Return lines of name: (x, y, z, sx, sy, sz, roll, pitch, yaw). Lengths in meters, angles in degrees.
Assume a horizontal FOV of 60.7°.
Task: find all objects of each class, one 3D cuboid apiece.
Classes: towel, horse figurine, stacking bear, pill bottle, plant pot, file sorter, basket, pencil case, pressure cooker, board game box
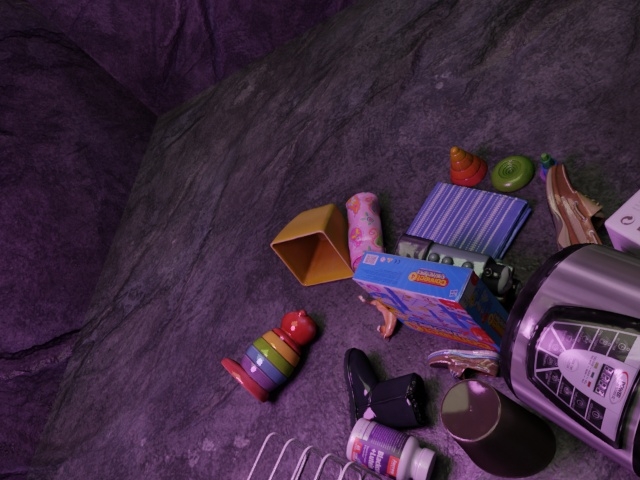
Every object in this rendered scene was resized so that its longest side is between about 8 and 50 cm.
towel: (0.421, -0.044, 1.612, 0.336, 0.040, 0.243, 24, 77, 50)
horse figurine: (0.225, 0.144, 1.600, 0.263, 0.066, 0.174, -48, 34, 3)
stacking bear: (-0.131, 0.339, 1.689, 0.289, 0.175, 0.164, -47, 37, -12)
pill bottle: (0.169, 0.504, 1.296, 0.194, 0.108, 0.108, 14, 66, 25)
plant pot: (0.000, 0.000, 1.818, 0.212, 0.212, 0.187, -14, 38, 33)
file sorter: (-0.019, 0.606, 1.339, 0.278, 0.193, 0.173, 2, 58, 42)
basket: (0.359, 0.393, 1.153, 0.204, 0.227, 0.154, -10, 52, 35)
pencil case: (0.148, -0.021, 1.766, 0.124, 0.124, 0.284, -25, 46, 24)
pressure cooker: (0.595, 0.222, 0.980, 0.375, 0.370, 0.420, -44, 40, -14)
board game box: (0.285, 0.153, 1.355, 0.308, 0.302, 0.086, 9, 65, 46)

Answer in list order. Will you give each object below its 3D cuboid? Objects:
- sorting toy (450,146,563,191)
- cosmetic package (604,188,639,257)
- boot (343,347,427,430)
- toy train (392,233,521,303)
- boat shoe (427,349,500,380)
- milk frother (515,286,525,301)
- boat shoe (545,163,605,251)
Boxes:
sorting toy: (0.520, -0.228, 1.599, 0.366, 0.126, 0.127, 11, 66, 46)
cosmetic package: (0.841, -0.096, 1.133, 0.453, 0.230, 0.161, -45, 41, 4)
boot: (0.172, 0.377, 1.429, 0.207, 0.094, 0.246, -25, 51, 29)
toy train: (0.342, 0.078, 1.412, 0.334, 0.190, 0.142, 17, 83, 33)
boat shoe: (0.349, 0.310, 1.353, 0.183, 0.066, 0.066, -12, 53, 35)
milk frother: (0.520, 0.201, 1.282, 0.129, 0.143, 0.135, 11, 24, 17)
boat shoe: (0.644, -0.049, 1.364, 0.120, 0.122, 0.324, -14, 58, 26)
